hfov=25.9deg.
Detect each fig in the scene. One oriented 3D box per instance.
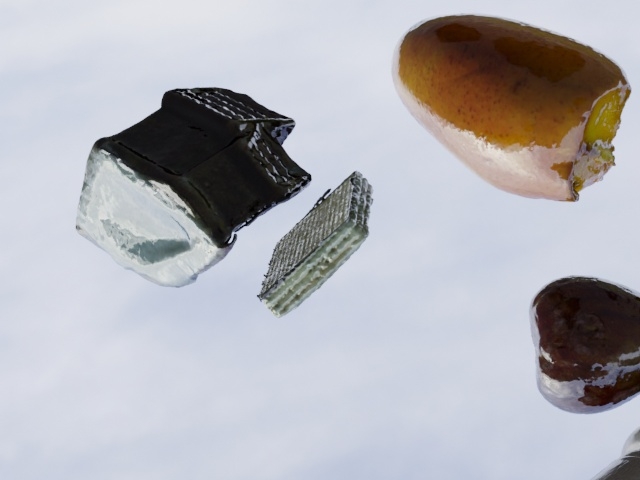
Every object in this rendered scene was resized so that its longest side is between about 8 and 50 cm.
[{"bbox_3d":[0.382,0.120,1.699,0.274,0.145,0.170,-6,-118,-14],"label":"fig"}]

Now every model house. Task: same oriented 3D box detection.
[{"bbox_3d":[-0.077,-0.046,1.002,0.165,0.106,0.152,31,-127,30],"label":"model house"}]

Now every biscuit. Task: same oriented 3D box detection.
[{"bbox_3d":[0.000,0.000,1.349,0.121,0.040,0.199,-45,-171,15],"label":"biscuit"}]

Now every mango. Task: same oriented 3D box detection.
[{"bbox_3d":[0.200,-0.169,1.552,0.201,0.199,0.350,-40,-137,-12],"label":"mango"}]

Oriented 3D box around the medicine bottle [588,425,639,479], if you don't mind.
[{"bbox_3d":[0.470,0.284,1.654,0.340,0.208,0.208,-29,-151,-28],"label":"medicine bottle"}]
